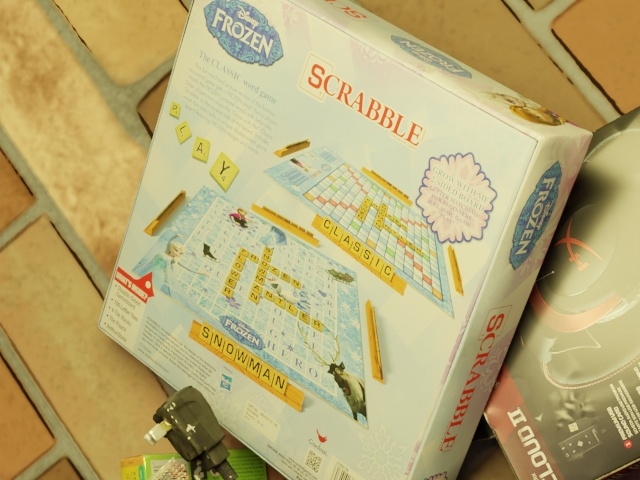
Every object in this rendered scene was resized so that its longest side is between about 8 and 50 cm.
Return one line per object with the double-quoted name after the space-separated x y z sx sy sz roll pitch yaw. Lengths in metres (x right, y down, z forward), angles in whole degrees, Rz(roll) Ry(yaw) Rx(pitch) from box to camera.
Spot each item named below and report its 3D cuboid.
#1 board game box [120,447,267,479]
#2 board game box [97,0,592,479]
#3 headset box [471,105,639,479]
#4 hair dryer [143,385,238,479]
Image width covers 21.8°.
-0.081 0.287 1.231 0.039 0.124 0.259 -18 75 42 "board game box"
0.000 0.000 1.178 0.319 0.066 0.318 34 116 33 "board game box"
0.210 0.044 1.174 0.293 0.110 0.218 -30 75 12 "headset box"
-0.086 0.268 1.169 0.223 0.080 0.293 -42 98 -9 "hair dryer"
